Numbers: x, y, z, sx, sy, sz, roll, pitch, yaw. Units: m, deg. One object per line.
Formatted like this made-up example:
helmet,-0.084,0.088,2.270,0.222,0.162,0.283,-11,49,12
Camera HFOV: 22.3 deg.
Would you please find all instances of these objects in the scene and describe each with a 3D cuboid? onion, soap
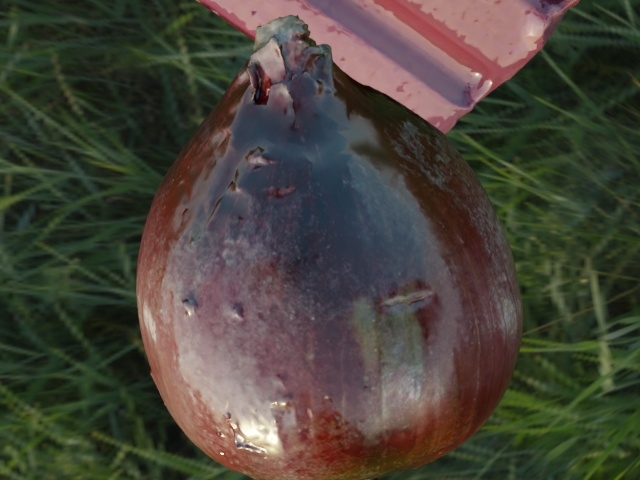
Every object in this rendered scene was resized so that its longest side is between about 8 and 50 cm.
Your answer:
onion,0.000,0.000,0.636,0.160,0.159,0.194,2,117,18
soap,0.009,-0.241,1.028,0.233,0.360,0.128,-40,32,32
